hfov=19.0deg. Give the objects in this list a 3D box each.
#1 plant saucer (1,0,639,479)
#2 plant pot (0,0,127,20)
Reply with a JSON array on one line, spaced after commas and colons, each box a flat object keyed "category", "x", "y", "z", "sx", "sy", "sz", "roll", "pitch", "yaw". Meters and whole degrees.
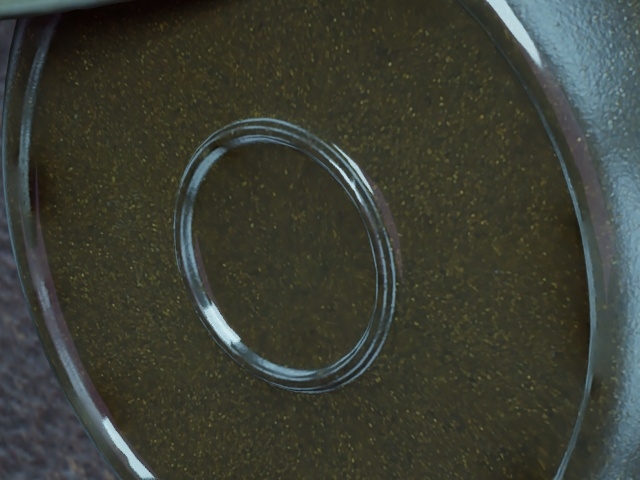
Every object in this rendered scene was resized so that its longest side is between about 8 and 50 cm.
[{"category": "plant saucer", "x": 0.000, "y": 0.000, "z": 0.600, "sx": 0.311, "sy": 0.050, "sz": 0.310, "roll": 14, "pitch": 113, "yaw": 36}, {"category": "plant pot", "x": -0.113, "y": -0.247, "z": 0.430, "sx": 0.334, "sy": 0.334, "sz": 0.305, "roll": -18, "pitch": 73, "yaw": 42}]
